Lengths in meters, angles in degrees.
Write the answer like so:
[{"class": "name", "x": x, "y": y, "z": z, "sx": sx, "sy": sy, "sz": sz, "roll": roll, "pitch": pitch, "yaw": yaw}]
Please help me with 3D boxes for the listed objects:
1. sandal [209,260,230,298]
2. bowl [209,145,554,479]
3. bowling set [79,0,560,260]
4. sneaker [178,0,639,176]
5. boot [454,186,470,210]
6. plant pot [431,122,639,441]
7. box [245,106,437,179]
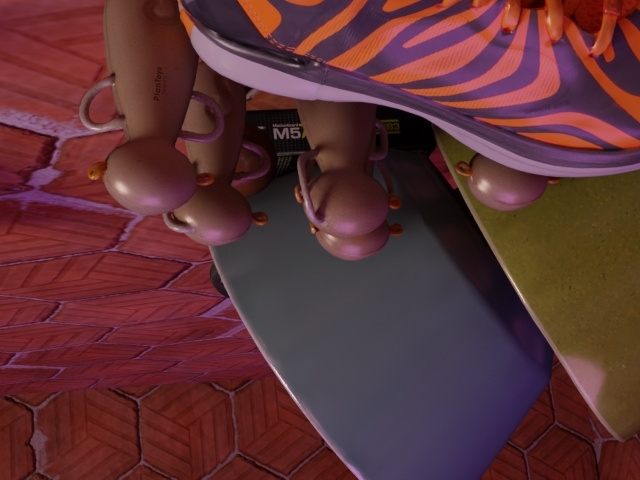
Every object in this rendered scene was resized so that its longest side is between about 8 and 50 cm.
[{"class": "sandal", "x": 0.000, "y": 0.000, "z": 1.132, "sx": 0.302, "sy": 0.086, "sz": 0.120, "roll": -14, "pitch": 169, "yaw": -42}, {"class": "bowl", "x": 0.067, "y": 0.048, "z": 0.812, "sx": 0.163, "sy": 0.312, "sz": 0.311, "roll": -37, "pitch": 160, "yaw": 9}, {"class": "bowling set", "x": -0.011, "y": -0.042, "z": 0.659, "sx": 0.286, "sy": 0.154, "sz": 0.200, "roll": 4, "pitch": 153, "yaw": -16}, {"class": "sneaker", "x": 0.081, "y": -0.121, "z": 0.476, "sx": 0.320, "sy": 0.125, "sz": 0.180, "roll": 6, "pitch": 165, "yaw": 0}, {"class": "boot", "x": 0.163, "y": -0.071, "z": 0.953, "sx": 0.106, "sy": 0.082, "sz": 0.219, "roll": 20, "pitch": 151, "yaw": -29}, {"class": "plant pot", "x": 0.275, "y": -0.047, "z": 0.740, "sx": 0.293, "sy": 0.275, "sz": 0.274, "roll": -31, "pitch": 160, "yaw": 13}, {"class": "box", "x": -0.010, "y": -0.064, "z": 0.923, "sx": 0.184, "sy": 0.045, "sz": 0.191, "roll": -6, "pitch": 166, "yaw": -11}]
